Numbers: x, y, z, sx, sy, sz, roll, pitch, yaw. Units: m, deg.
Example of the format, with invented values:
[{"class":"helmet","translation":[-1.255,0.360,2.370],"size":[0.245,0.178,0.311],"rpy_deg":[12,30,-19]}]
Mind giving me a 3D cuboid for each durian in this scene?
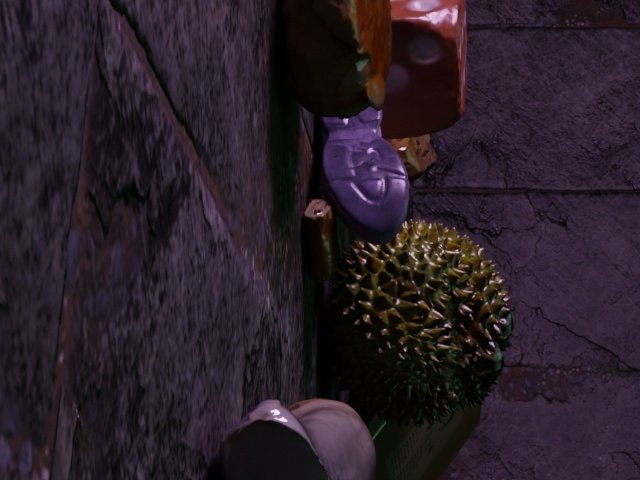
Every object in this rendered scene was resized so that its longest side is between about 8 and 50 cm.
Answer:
[{"class":"durian","translation":[0.114,0.097,1.760],"size":[0.291,0.224,0.291],"rpy_deg":[-7,101,-41]}]

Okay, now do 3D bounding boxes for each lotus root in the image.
[{"class":"lotus root","translation":[0.094,-0.113,2.049],"size":[0.159,0.135,0.095],"rpy_deg":[50,40,-60]}]

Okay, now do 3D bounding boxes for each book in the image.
[{"class":"book","translation":[0.131,0.295,1.990],"size":[0.389,0.032,0.269],"rpy_deg":[-46,145,-39]}]

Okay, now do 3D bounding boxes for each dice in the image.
[{"class":"dice","translation":[0.102,-0.239,1.802],"size":[0.175,0.179,0.174],"rpy_deg":[-83,171,-61]}]

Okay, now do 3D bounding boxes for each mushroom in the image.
[{"class":"mushroom","translation":[-0.008,0.187,1.110],"size":[0.328,0.122,0.159],"rpy_deg":[-25,124,-83]}]

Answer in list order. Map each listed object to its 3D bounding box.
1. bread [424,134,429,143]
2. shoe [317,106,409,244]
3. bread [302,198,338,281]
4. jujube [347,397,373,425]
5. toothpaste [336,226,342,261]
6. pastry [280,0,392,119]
[{"class":"bread","translation":[0.153,-0.208,2.580],"size":[0.217,0.098,0.147],"rpy_deg":[-78,166,-71]},{"class":"shoe","translation":[0.047,-0.066,1.621],"size":[0.138,0.095,0.245],"rpy_deg":[82,-3,-45]},{"class":"bread","translation":[0.000,0.000,1.534],"size":[0.047,0.036,0.083],"rpy_deg":[-71,158,-64]},{"class":"jujube","translation":[0.088,0.267,2.031],"size":[0.104,0.104,0.166],"rpy_deg":[-82,170,-50]},{"class":"toothpaste","translation":[0.016,0.002,1.752],"size":[0.083,0.017,0.020],"rpy_deg":[78,12,-63]},{"class":"pastry","translation":[0.016,-0.233,1.382],"size":[0.229,0.100,0.218],"rpy_deg":[-47,133,-73]}]
